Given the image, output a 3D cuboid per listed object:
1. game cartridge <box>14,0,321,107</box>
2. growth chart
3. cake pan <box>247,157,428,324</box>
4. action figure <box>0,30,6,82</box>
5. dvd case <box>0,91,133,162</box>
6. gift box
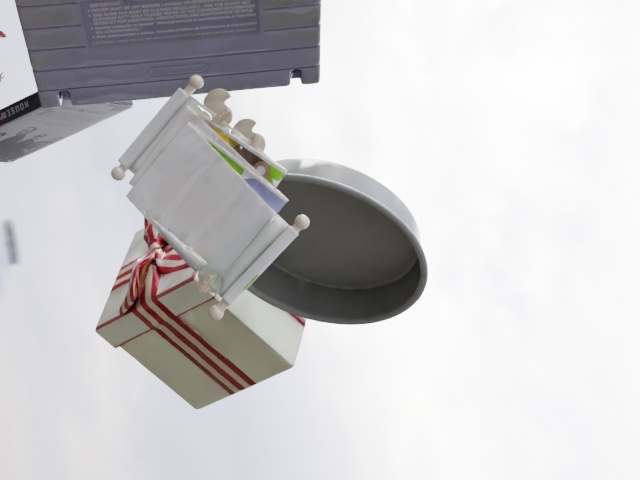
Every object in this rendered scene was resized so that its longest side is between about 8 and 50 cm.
[{"bbox_3d":[-0.175,-0.263,1.582,0.230,0.355,0.068,91,-8,-52],"label":"game cartridge"},{"bbox_3d":[-0.119,-0.055,1.434,0.237,0.172,0.021,51,5,20],"label":"growth chart"},{"bbox_3d":[0.000,0.000,1.705,0.293,0.293,0.054,103,5,-52],"label":"cake pan"},{"bbox_3d":[-0.415,-0.203,1.637,0.030,0.038,0.115,80,19,-77],"label":"action figure"},{"bbox_3d":[-0.417,-0.170,1.929,0.179,0.238,0.030,-2,71,-67],"label":"dvd case"},{"bbox_3d":[-0.164,0.063,2.040,0.276,0.258,0.255,-31,-150,30],"label":"gift box"}]
